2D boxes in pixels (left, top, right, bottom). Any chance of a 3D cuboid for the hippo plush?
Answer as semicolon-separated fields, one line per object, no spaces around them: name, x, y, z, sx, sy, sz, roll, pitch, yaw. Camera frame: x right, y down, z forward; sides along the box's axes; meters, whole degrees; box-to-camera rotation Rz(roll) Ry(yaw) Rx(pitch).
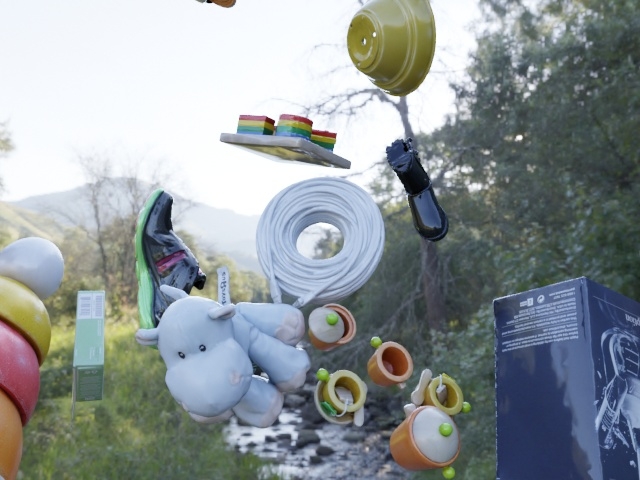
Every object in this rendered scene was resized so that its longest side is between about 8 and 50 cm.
hippo plush;-0.141;0.155;0.900;0.235;0.294;0.236;-17;-15;-2

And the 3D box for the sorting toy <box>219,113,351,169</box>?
sorting toy;-0.081;-0.264;1.495;0.256;0.089;0.257;10;-1;32

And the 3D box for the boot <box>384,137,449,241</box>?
boot;0.124;-0.068;0.741;0.045;0.121;0.099;-21;-42;17

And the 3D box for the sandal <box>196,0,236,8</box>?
sandal;-0.317;-0.618;1.330;0.265;0.076;0.102;35;-27;-4

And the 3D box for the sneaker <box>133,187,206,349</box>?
sneaker;-0.452;0.082;1.729;0.202;0.482;0.185;-4;-8;-14

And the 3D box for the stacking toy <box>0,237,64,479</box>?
stacking toy;-0.553;0.173;0.923;0.351;0.479;0.350;8;-45;8

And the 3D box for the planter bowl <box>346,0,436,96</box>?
planter bowl;0.112;-0.379;1.083;0.090;0.217;0.217;-15;2;-31

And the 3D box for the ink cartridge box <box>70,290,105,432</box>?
ink cartridge box;-0.447;0.235;1.096;0.056;0.171;0.235;1;-46;-22

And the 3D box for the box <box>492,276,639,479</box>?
box;0.459;0.267;0.915;0.343;0.312;0.179;21;-27;-28

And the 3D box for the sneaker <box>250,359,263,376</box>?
sneaker;-0.181;0.336;1.777;0.106;0.101;0.267;36;-54;-1

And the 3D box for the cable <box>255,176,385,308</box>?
cable;0.000;0.000;1.135;0.257;0.257;0.089;-20;-23;-2

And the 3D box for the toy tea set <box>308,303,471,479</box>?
toy tea set;0.113;0.233;0.944;0.336;0.200;0.124;33;-42;-4
